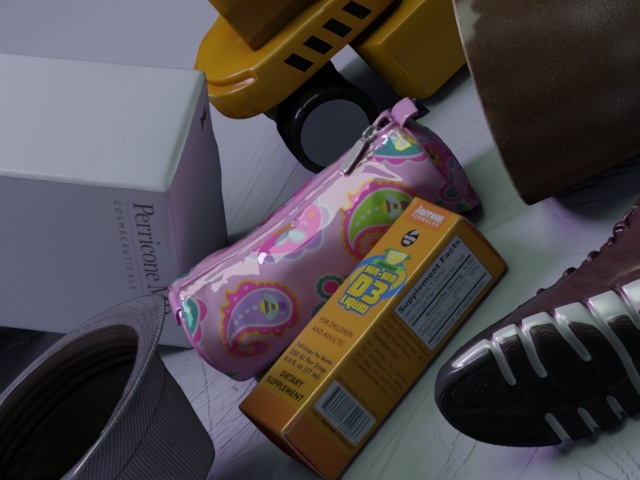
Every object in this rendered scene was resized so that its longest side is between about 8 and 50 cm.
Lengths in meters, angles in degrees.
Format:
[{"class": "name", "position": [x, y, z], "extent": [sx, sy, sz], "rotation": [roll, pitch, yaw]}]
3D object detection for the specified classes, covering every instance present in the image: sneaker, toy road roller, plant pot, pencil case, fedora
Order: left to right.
[{"class": "fedora", "position": [-0.177, 0.175, 1.327], "extent": [0.275, 0.124, 0.244], "rotation": [-30, 29, 36]}, {"class": "pencil case", "position": [0.000, 0.000, 1.463], "extent": [0.284, 0.124, 0.124], "rotation": [-39, 31, 10]}, {"class": "toy road roller", "position": [0.013, -0.246, 1.627], "extent": [0.329, 0.240, 0.202], "rotation": [-42, 31, 4]}, {"class": "sneaker", "position": [0.211, 0.039, 1.202], "extent": [0.281, 0.106, 0.162], "rotation": [-23, 30, 13]}, {"class": "plant pot", "position": [0.243, -0.164, 1.322], "extent": [0.230, 0.215, 0.215], "rotation": [-17, 37, 14]}]

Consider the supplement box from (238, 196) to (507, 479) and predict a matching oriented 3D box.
[{"class": "supplement box", "position": [0.044, 0.077, 1.357], "extent": [0.233, 0.080, 0.078], "rotation": [-49, 33, -12]}]

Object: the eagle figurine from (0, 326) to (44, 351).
[{"class": "eagle figurine", "position": [-0.443, 0.026, 1.891], "extent": [0.298, 0.226, 0.225], "rotation": [-16, 20, 46]}]

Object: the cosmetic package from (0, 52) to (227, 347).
[{"class": "cosmetic package", "position": [-0.332, -0.048, 1.598], "extent": [0.453, 0.230, 0.161], "rotation": [5, 48, 9]}]
